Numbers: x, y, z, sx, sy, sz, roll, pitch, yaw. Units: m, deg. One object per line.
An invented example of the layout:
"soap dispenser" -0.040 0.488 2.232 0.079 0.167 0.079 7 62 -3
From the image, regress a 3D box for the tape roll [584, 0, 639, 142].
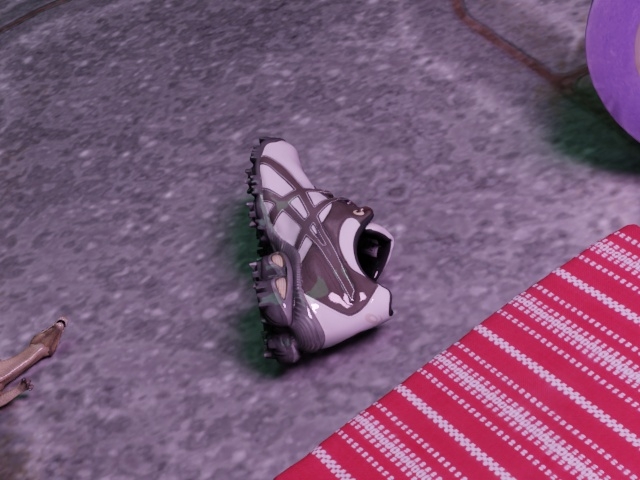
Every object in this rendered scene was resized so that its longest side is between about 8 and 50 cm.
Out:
"tape roll" 0.256 -0.134 0.849 0.189 0.189 0.080 -5 39 25

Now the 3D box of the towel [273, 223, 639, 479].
"towel" 0.125 0.105 0.756 0.275 0.031 0.199 -34 36 -14

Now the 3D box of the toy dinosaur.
"toy dinosaur" -0.257 0.104 0.982 0.183 0.053 0.092 -14 20 3

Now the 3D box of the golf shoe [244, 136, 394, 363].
"golf shoe" 0.000 0.000 0.941 0.093 0.077 0.198 -11 43 1
